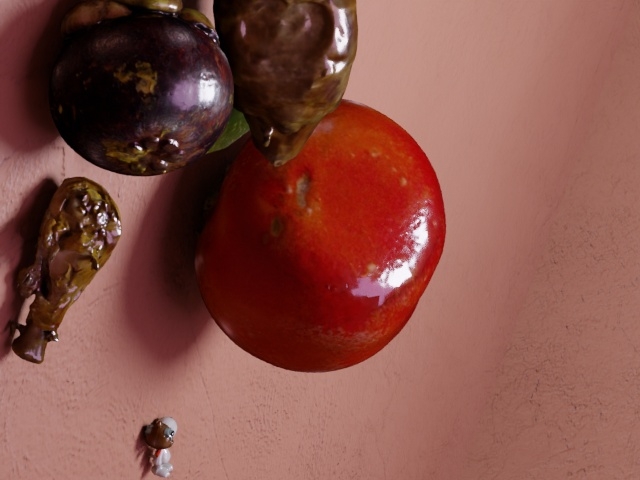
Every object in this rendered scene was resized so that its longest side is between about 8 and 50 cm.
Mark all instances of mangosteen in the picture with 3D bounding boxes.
[{"bbox_3d":[-0.185,-0.177,1.942,0.192,0.192,0.217,54,27,-65],"label":"mangosteen"}]

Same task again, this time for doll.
[{"bbox_3d":[-0.205,0.264,2.427,0.058,0.040,0.085,-40,145,-69],"label":"doll"}]

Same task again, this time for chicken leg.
[{"bbox_3d":[-0.274,0.035,2.004,0.101,0.085,0.208,-124,-123,-74],"label":"chicken leg"}]

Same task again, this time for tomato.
[{"bbox_3d":[0.000,0.000,2.347,0.325,0.289,0.293,-58,177,-35],"label":"tomato"}]

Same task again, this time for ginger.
[{"bbox_3d":[-0.055,-0.266,2.074,0.274,0.152,0.358,141,-61,-76],"label":"ginger"}]

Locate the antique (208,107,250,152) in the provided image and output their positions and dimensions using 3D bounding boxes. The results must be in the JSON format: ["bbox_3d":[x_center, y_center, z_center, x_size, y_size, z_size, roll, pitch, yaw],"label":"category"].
[{"bbox_3d":[-0.136,-0.150,2.145,0.080,0.081,0.221,-54,165,22],"label":"antique"}]
